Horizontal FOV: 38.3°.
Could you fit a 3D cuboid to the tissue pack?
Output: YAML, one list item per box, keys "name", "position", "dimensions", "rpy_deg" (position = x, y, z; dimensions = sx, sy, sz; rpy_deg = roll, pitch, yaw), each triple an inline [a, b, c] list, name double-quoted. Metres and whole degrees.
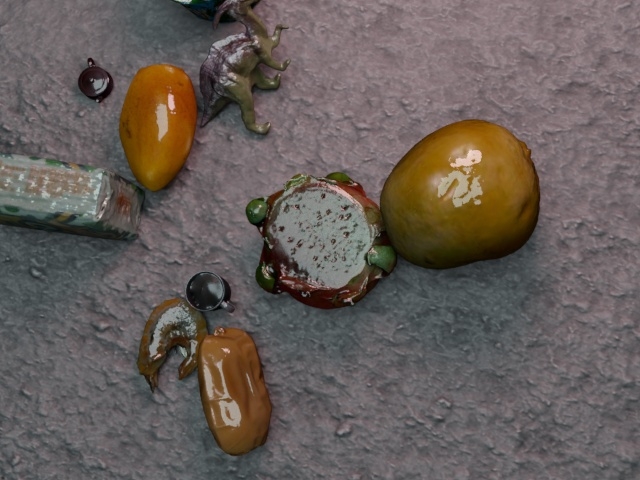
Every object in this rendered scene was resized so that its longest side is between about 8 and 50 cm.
- name: "tissue pack"
  position: [-0.522, -0.085, 1.767]
  dimensions: [0.310, 0.228, 0.128]
  rpy_deg: [8, 84, 8]

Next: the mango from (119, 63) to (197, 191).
- name: "mango"
  position: [-0.318, -0.221, 1.804]
  dimensions: [0.153, 0.126, 0.252]
  rpy_deg: [4, 85, 20]

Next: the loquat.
- name: "loquat"
  position: [0.249, -0.081, 1.639]
  dimensions: [0.283, 0.276, 0.276]
  rpy_deg: [-18, 81, 20]

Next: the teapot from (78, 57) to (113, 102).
- name: "teapot"
  position: [-0.461, -0.326, 1.876]
  dimensions: [0.067, 0.045, 0.100]
  rpy_deg: [-14, 83, 5]

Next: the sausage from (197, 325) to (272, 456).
- name: "sausage"
  position: [-0.162, 0.279, 1.723]
  dimensions: [0.120, 0.136, 0.241]
  rpy_deg: [-17, 77, 13]

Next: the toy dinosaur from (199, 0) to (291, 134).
- name: "toy dinosaur"
  position: [-0.148, -0.336, 1.782]
  dimensions: [0.162, 0.077, 0.294]
  rpy_deg: [14, 111, -12]

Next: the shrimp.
- name: "shrimp"
  position: [-0.288, 0.206, 1.783]
  dimensions: [0.132, 0.051, 0.188]
  rpy_deg: [20, 89, 15]

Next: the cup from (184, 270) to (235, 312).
- name: "cup"
  position: [-0.204, 0.107, 1.773]
  dimensions: [0.100, 0.077, 0.078]
  rpy_deg: [39, 90, 11]

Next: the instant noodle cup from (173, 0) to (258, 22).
- name: "instant noodle cup"
  position: [-0.212, -0.539, 1.796]
  dimensions: [0.240, 0.178, 0.240]
  rpy_deg: [-1, 83, 9]

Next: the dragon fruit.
- name: "dragon fruit"
  position: [0.000, 0.000, 1.727]
  dimensions: [0.295, 0.130, 0.268]
  rpy_deg: [31, 89, 10]

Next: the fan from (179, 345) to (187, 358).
- name: "fan"
  position: [-0.260, 0.202, 1.807]
  dimensions: [0.080, 0.003, 0.060]
  rpy_deg: [14, 87, 11]
